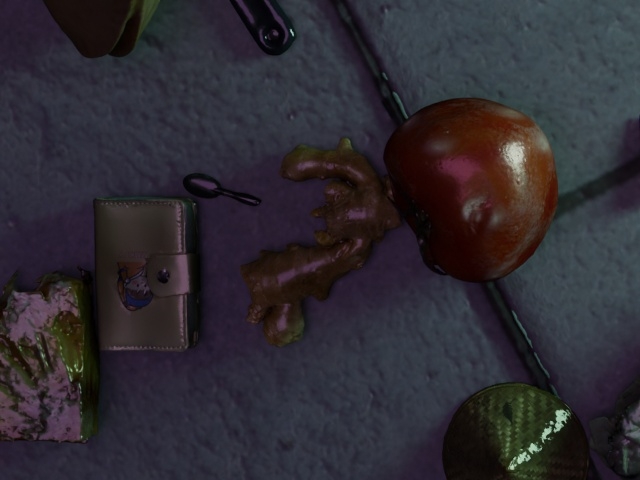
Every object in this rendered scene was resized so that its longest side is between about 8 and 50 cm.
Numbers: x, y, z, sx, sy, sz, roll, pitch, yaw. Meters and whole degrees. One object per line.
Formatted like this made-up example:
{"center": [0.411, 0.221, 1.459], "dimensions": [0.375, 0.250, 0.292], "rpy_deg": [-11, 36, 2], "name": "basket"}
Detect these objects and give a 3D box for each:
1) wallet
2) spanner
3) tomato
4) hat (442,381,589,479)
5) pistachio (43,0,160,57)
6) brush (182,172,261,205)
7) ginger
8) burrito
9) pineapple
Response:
{"center": [-0.174, 0.033, 1.810], "dimensions": [0.110, 0.039, 0.155], "rpy_deg": [0, 95, 17], "name": "wallet"}
{"center": [-0.124, -0.316, 1.777], "dimensions": [0.087, 0.024, 0.316], "rpy_deg": [-33, 88, 16], "name": "spanner"}
{"center": [0.146, -0.050, 1.662], "dimensions": [0.151, 0.187, 0.187], "rpy_deg": [-22, 89, -8], "name": "tomato"}
{"center": [0.183, 0.213, 1.724], "dimensions": [0.146, 0.067, 0.146], "rpy_deg": [1, 95, 14], "name": "hat"}
{"center": [-0.208, -0.301, 1.717], "dimensions": [0.163, 0.213, 0.260], "rpy_deg": [-14, 106, -19], "name": "pistachio"}
{"center": [-0.099, -0.049, 1.799], "dimensions": [0.083, 0.008, 0.024], "rpy_deg": [16, 97, 11], "name": "brush"}
{"center": [0.000, 0.000, 1.758], "dimensions": [0.176, 0.052, 0.193], "rpy_deg": [-11, 91, 20], "name": "ginger"}
{"center": [0.374, 0.107, 1.670], "dimensions": [0.096, 0.066, 0.309], "rpy_deg": [44, 104, 1], "name": "burrito"}
{"center": [-0.301, 0.138, 1.814], "dimensions": [0.236, 0.114, 0.186], "rpy_deg": [-42, 84, 10], "name": "pineapple"}
